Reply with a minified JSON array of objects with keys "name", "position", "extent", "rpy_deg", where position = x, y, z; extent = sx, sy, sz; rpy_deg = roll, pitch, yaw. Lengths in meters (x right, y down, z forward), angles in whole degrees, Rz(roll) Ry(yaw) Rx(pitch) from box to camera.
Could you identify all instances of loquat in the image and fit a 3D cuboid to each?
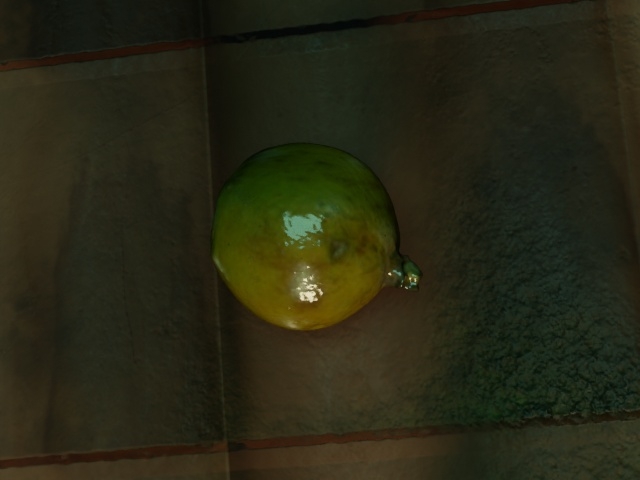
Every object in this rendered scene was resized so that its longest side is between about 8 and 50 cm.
[{"name":"loquat","position":[0.000,0.000,1.549],"extent":[0.246,0.213,0.213],"rpy_deg":[20,84,12]}]
